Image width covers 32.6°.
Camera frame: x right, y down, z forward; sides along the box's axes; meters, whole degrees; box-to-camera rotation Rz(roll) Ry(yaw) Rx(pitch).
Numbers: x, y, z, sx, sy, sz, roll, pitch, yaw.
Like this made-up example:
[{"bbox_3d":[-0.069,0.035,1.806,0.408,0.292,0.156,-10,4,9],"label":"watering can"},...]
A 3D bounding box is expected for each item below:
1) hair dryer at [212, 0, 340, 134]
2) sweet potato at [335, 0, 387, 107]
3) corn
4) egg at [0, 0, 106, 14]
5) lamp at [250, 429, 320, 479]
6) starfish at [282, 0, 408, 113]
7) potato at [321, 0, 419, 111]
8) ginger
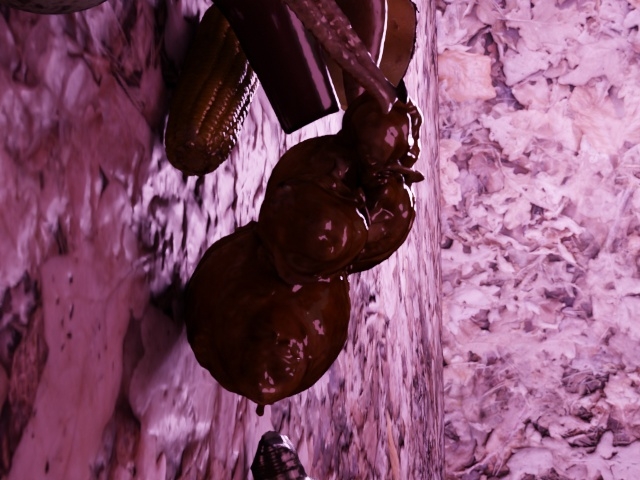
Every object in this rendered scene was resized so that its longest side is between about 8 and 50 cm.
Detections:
[{"bbox_3d":[-0.042,-0.288,1.084,0.313,0.123,0.340,66,19,-14],"label":"hair dryer"},{"bbox_3d":[0.029,-0.268,1.095,0.067,0.059,0.281,-29,107,-75],"label":"sweet potato"},{"bbox_3d":[-0.094,-0.149,1.041,0.231,0.080,0.080,-80,163,-44],"label":"corn"},{"bbox_3d":[-0.160,-0.200,0.649,0.172,0.132,0.132,-36,123,-86],"label":"egg"},{"bbox_3d":[-0.008,0.375,1.183,0.182,0.181,0.314,-55,128,-69],"label":"lamp"},{"bbox_3d":[-0.045,-0.297,0.755,0.398,0.132,0.384,60,11,-65],"label":"starfish"},{"bbox_3d":[0.046,-0.287,1.593,0.182,0.117,0.202,-40,-141,50],"label":"potato"},{"bbox_3d":[-0.005,0.010,1.015,0.274,0.152,0.357,-39,-164,55],"label":"ginger"}]
